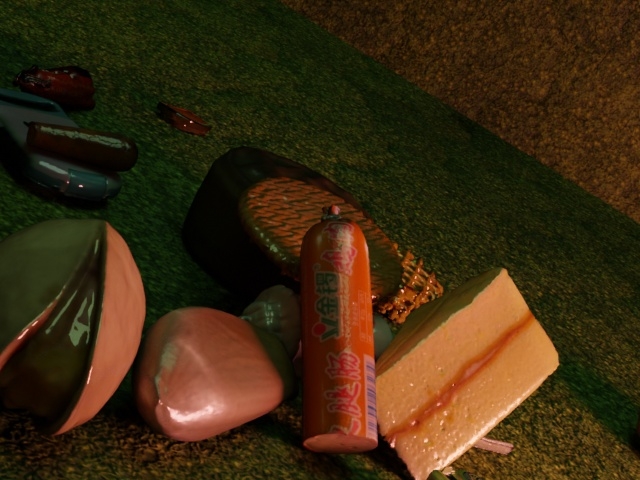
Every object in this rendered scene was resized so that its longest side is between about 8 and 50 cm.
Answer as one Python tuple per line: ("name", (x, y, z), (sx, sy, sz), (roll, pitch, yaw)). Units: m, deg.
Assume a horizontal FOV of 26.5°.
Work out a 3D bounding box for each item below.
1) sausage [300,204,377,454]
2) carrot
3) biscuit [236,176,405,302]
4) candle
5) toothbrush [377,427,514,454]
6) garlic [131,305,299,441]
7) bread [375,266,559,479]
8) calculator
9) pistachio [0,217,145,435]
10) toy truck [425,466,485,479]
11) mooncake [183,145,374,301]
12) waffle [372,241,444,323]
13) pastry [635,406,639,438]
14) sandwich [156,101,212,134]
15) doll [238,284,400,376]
("sausage", (0.020, 0.099, 1.659), (0.093, 0.093, 0.312), (16, 62, -35))
("carrot", (-0.337, -0.134, 1.922), (0.161, 0.055, 0.055), (11, 26, -30))
("biscuit", (0.000, 0.000, 1.838), (0.254, 0.035, 0.254), (24, 29, -14))
("candle", (-0.431, -0.255, 2.196), (0.084, 0.059, 0.302), (41, 10, 8))
("toothbrush", (0.152, 0.254, 1.821), (0.294, 0.026, 0.028), (15, 42, -35))
("garlic", (-0.126, 0.150, 1.543), (0.143, 0.112, 0.318), (56, 28, 16))
("bread", (0.184, 0.174, 1.747), (0.167, 0.163, 0.264), (56, 28, -7))
("calculator", (-0.408, -0.144, 1.996), (0.173, 0.051, 0.293), (8, 28, -45))
("pistachio", (-0.272, 0.081, 1.409), (0.187, 0.187, 0.299), (25, 23, -13))
("toy truck", (0.173, 0.330, 1.558), (0.100, 0.077, 0.169), (17, 17, -40))
("mooncake", (-0.055, -0.019, 2.030), (0.284, 0.155, 0.284), (24, 20, -9))
("waffle", (0.108, 0.062, 2.193), (0.193, 0.070, 0.197), (7, 31, -48))
("pastry", (0.593, 0.325, 2.174), (0.192, 0.093, 0.182), (36, 18, 6))
("sandwich", (-0.245, -0.218, 2.466), (0.101, 0.026, 0.069), (15, 19, -45))
("doll", (0.004, 0.131, 1.786), (0.293, 0.119, 0.138), (15, 68, -40))
